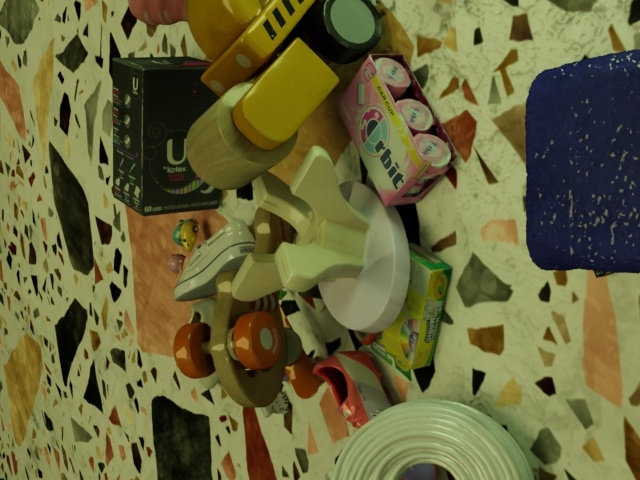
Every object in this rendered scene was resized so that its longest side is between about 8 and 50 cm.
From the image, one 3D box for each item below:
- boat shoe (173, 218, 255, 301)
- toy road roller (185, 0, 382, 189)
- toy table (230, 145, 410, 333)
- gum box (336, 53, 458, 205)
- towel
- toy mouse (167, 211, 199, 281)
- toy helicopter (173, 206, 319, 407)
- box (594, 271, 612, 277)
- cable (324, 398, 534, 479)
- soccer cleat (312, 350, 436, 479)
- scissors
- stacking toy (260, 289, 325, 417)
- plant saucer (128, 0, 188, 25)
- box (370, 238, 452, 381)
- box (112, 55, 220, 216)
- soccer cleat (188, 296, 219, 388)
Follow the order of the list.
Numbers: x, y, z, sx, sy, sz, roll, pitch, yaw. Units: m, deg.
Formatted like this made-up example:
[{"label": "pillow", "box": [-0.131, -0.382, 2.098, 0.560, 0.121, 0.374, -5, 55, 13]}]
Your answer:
[{"label": "boat shoe", "box": [-0.198, 0.040, 1.772, 0.258, 0.095, 0.084, -33, 65, 43]}, {"label": "toy road roller", "box": [-0.100, -0.258, 1.321, 0.241, 0.329, 0.202, 41, 152, -13]}, {"label": "toy table", "box": [0.000, 0.000, 1.324, 0.252, 0.161, 0.274, -64, 28, 15]}, {"label": "gum box", "box": [0.102, -0.146, 1.292, 0.107, 0.062, 0.188, -52, 55, 48]}, {"label": "towel", "box": [0.339, -0.077, 0.933, 0.308, 0.076, 0.227, 0, 89, 52]}, {"label": "toy mouse", "box": [-0.279, 0.010, 1.882, 0.143, 0.031, 0.160, -30, 45, 63]}, {"label": "toy helicopter", "box": [-0.082, 0.098, 1.499, 0.140, 0.235, 0.354, -13, 50, 29]}, {"label": "box", "box": [0.317, -0.008, 1.043, 0.067, 0.018, 0.083, -33, 70, 54]}, {"label": "cable", "box": [0.138, 0.328, 1.206, 0.257, 0.089, 0.257, -47, 66, 5]}, {"label": "soccer cleat", "box": [0.079, 0.265, 1.392, 0.248, 0.095, 0.083, 58, 140, 32]}, {"label": "scissors", "box": [0.026, 0.073, 1.466, 0.297, 0.021, 0.108, -149, 58, -64]}, {"label": "stacking toy", "box": [-0.076, 0.181, 1.651, 0.167, 0.052, 0.221, -49, 56, 47]}, {"label": "plant saucer", "box": [-0.167, -0.462, 1.454, 0.084, 0.332, 0.332, 34, 135, 1]}, {"label": "box", "box": [0.122, 0.099, 1.338, 0.105, 0.043, 0.179, 37, 124, 47]}, {"label": "box", "box": [-0.284, -0.196, 1.764, 0.143, 0.165, 0.270, 27, 120, 51]}, {"label": "soccer cleat", "box": [-0.229, 0.201, 1.855, 0.068, 0.076, 0.196, 31, 123, 49]}]
